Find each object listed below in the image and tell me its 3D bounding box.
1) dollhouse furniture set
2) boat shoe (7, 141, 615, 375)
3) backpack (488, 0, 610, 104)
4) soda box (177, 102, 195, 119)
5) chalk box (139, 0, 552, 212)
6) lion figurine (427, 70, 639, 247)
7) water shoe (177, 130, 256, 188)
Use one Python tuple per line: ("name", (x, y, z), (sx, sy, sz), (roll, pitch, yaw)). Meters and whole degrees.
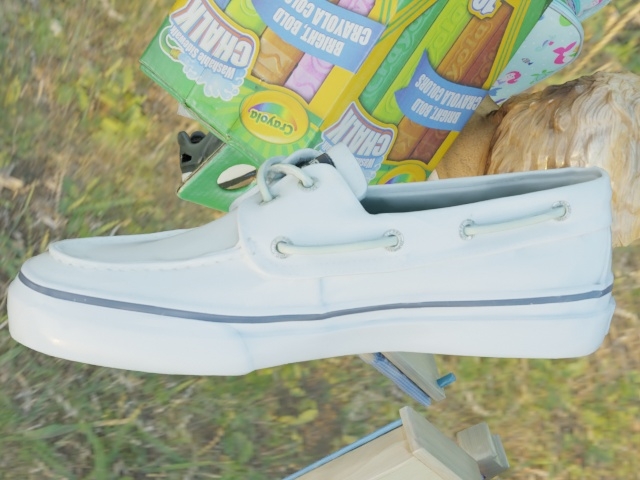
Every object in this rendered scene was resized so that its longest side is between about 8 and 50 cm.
("dollhouse furniture set", (0.035, 0.165, 1.478), (0.198, 0.286, 0.303), (-28, 49, 17))
("boat shoe", (0.000, 0.000, 0.543), (0.226, 0.083, 0.076), (-1, 105, -16))
("backpack", (0.191, -0.278, 1.588), (0.225, 0.253, 0.191), (28, 39, -46))
("soda box", (0.010, -0.144, 1.421), (0.286, 0.098, 0.091), (3, 102, -39))
("chalk box", (0.003, -0.134, 1.128), (0.179, 0.180, 0.289), (40, 103, 30))
("lion figurine", (0.139, -0.066, 1.228), (0.142, 0.392, 0.240), (-16, 121, -28))
("water shoe", (-0.074, -0.111, 1.585), (0.073, 0.203, 0.080), (-11, 84, -61))
